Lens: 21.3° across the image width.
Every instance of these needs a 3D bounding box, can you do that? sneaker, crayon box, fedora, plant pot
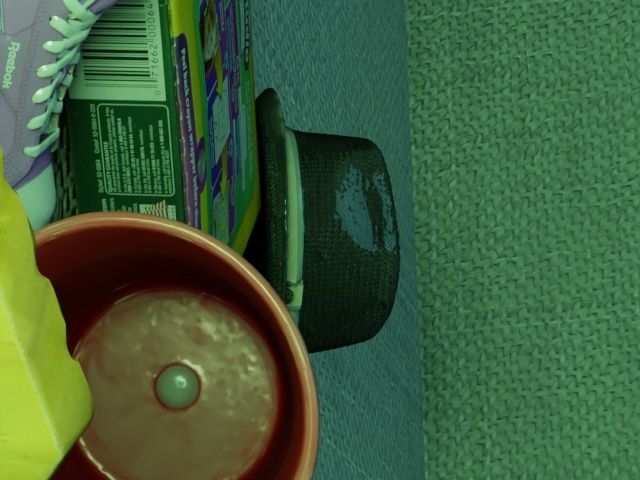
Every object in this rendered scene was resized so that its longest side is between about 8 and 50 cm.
[{"bbox_3d":[-0.199,-0.136,1.229,0.102,0.161,0.282,-71,153,-65],"label":"sneaker"},{"bbox_3d":[-0.134,-0.123,1.519,0.313,0.106,0.363,-75,165,-61],"label":"crayon box"},{"bbox_3d":[0.000,0.000,1.852,0.334,0.152,0.334,179,-90,-81],"label":"fedora"},{"bbox_3d":[-0.125,0.119,1.260,0.243,0.275,0.275,18,67,-85],"label":"plant pot"}]

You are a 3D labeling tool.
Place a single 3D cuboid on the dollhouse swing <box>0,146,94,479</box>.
[{"bbox_3d":[-0.235,-0.079,0.725,0.315,0.305,0.347,-76,155,-56],"label":"dollhouse swing"}]
